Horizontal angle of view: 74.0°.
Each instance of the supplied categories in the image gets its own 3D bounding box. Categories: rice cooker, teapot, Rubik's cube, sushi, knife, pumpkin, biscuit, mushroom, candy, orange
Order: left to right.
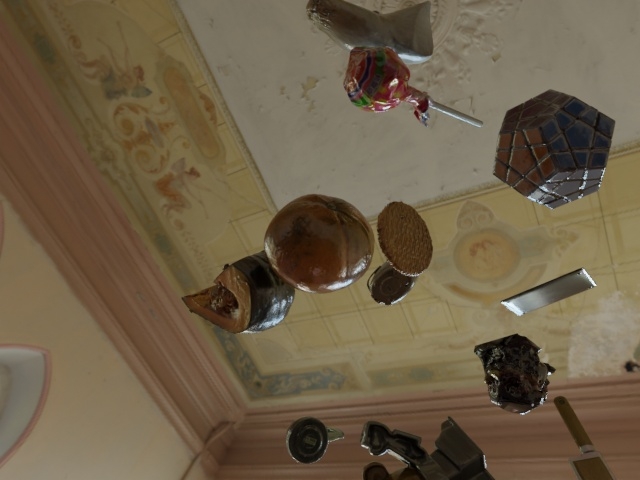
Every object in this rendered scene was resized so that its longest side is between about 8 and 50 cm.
[{"bbox_3d":[-0.202,0.103,1.010,0.280,0.139,0.190,20,-66,30],"label":"pumpkin"},{"bbox_3d":[-0.030,0.513,1.135,0.111,0.149,0.108,63,-23,-1],"label":"teapot"},{"bbox_3d":[0.000,0.000,0.886,0.239,0.240,0.171,22,-55,6],"label":"orange"},{"bbox_3d":[0.146,-0.609,1.217,0.126,0.396,0.178,14,-71,61],"label":"mushroom"},{"bbox_3d":[0.263,0.149,1.550,0.145,0.127,0.206,45,-66,3],"label":"rice cooker"},{"bbox_3d":[0.274,-0.005,1.375,0.254,0.254,0.035,49,-40,-11],"label":"biscuit"},{"bbox_3d":[0.207,-0.286,0.863,0.364,0.124,0.124,8,-50,-33],"label":"candy"},{"bbox_3d":[0.518,0.371,1.124,0.172,0.151,0.153,37,-40,-11],"label":"sushi"},{"bbox_3d":[0.631,-0.248,1.166,0.318,0.264,0.320,0,-93,0],"label":"Rubik's cube"},{"bbox_3d":[0.384,0.320,0.609,0.046,0.256,0.022,-15,-71,13],"label":"knife"}]

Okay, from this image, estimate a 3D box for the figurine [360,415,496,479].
[{"bbox_3d":[0.207,0.524,0.856,0.284,0.343,0.167,-24,-40,-14],"label":"figurine"}]

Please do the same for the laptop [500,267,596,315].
[{"bbox_3d":[0.749,0.175,1.397,0.269,0.015,0.187,-31,-41,29],"label":"laptop"}]
